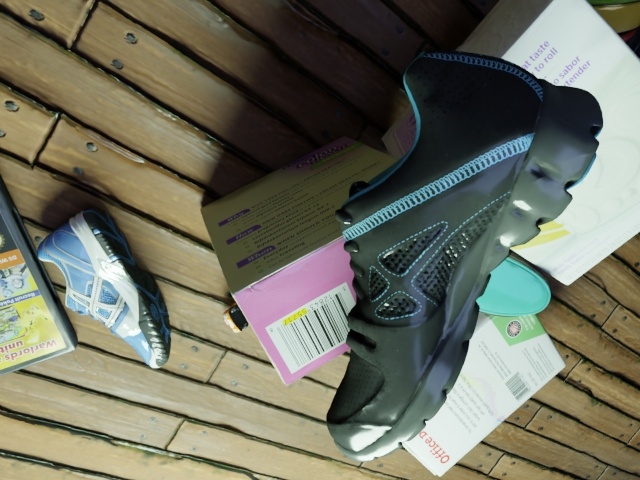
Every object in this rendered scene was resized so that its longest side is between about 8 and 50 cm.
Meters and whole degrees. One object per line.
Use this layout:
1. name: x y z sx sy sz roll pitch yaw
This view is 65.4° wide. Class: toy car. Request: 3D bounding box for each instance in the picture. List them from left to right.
1. toy car: -0.090 0.128 0.686 0.040 0.060 0.122 -27 117 29

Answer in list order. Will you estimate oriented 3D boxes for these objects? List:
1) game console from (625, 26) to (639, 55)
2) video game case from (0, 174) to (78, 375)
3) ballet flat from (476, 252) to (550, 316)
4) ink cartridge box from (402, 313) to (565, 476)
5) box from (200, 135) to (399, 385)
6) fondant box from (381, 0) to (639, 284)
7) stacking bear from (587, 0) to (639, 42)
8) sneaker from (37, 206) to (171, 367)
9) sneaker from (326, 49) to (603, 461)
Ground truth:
1. game console: 0.453 -0.430 0.659 0.213 0.044 0.362 12 106 -24
2. video game case: -0.448 0.059 0.532 0.274 0.035 0.249 -18 117 -14
3. ballet flat: 0.172 0.037 0.693 0.280 0.096 0.095 11 106 -4
4. ink cartridge box: 0.220 0.206 0.797 0.278 0.117 0.201 -41 119 -1
5. box: 0.000 0.000 0.555 0.213 0.243 0.117 -29 118 -8
6. fondant box: 0.277 -0.109 0.600 0.330 0.096 0.238 28 120 -24
7. stacking bear: 0.329 -0.295 0.607 0.175 0.164 0.289 -5 126 0
8. sneaker: -0.246 0.066 0.593 0.081 0.080 0.211 -25 109 -2
9. sneaker: 0.069 0.022 0.405 0.139 0.125 0.341 24 106 1
